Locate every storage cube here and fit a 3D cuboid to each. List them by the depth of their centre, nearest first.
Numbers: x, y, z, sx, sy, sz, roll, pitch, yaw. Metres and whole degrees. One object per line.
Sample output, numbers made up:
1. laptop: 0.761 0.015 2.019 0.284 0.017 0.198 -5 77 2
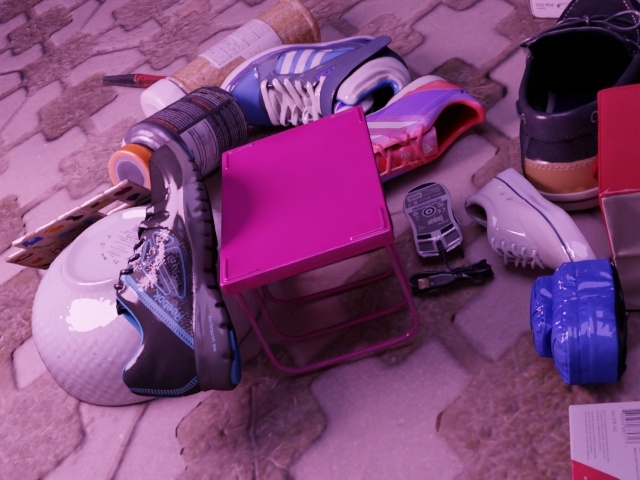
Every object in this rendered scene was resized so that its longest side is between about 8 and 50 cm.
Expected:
1. storage cube: 0.415 -0.054 1.033 0.215 0.183 0.193 -5 41 21

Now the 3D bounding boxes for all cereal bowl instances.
1. cereal bowl: -0.256 0.056 1.280 0.339 0.141 0.339 -15 37 12

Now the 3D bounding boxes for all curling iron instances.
1. curling iron: -0.372 -0.323 1.899 0.274 0.035 0.068 18 52 41

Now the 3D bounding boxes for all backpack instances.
1. backpack: 0.279 0.096 0.990 0.101 0.098 0.120 -10 48 14

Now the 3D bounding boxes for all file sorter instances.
1. file sorter: 0.000 0.000 1.180 0.202 0.182 0.290 -18 36 8

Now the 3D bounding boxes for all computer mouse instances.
1. computer mouse: 0.159 -0.005 1.225 0.106 0.042 0.193 -20 42 12

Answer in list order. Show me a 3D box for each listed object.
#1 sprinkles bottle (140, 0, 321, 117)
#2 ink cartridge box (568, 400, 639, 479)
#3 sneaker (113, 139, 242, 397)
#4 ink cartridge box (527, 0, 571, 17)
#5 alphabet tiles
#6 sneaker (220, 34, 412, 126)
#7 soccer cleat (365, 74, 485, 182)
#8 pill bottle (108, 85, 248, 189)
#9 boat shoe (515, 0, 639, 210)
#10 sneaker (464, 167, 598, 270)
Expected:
1. sprinkles bottle: -0.162 -0.317 1.710 0.355 0.121 0.121 -40 40 -22
2. ink cartridge box: 0.312 0.222 0.787 0.176 0.127 0.128 -8 38 20
3. sneaker: -0.190 0.026 1.118 0.140 0.125 0.341 -11 61 -3
4. ink cartridge box: 0.475 -0.485 1.618 0.158 0.092 0.218 9 49 36
5. alphabet tiles: -0.350 -0.017 1.400 0.237 0.198 0.009 -27 77 8
6. sneaker: -0.008 -0.235 1.521 0.323 0.130 0.236 -16 32 0
7. soccer cleat: 0.105 -0.139 1.369 0.318 0.108 0.116 -36 43 -22
8. pill bottle: -0.232 -0.152 1.489 0.130 0.130 0.246 4 29 31
9. boat shoe: 0.384 -0.251 1.321 0.187 0.156 0.500 -2 40 28
10. sneaker: 0.261 0.000 1.138 0.091 0.094 0.258 -35 29 3
